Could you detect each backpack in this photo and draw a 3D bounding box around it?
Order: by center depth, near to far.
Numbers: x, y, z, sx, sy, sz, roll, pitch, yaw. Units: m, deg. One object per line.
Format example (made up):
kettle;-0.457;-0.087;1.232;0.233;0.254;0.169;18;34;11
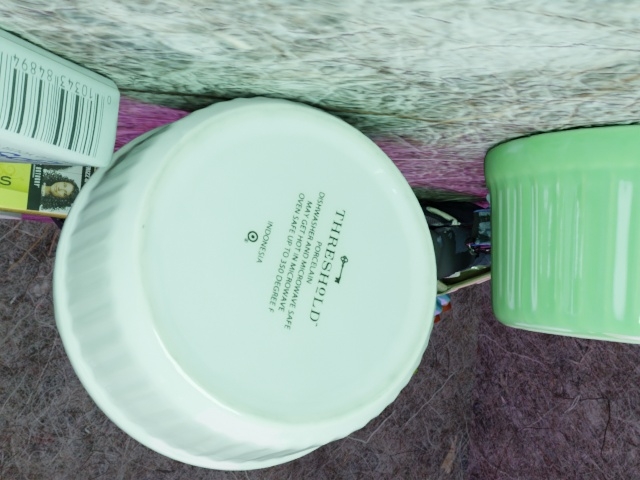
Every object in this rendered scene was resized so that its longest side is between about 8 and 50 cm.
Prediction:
backpack;0.244;-0.015;0.835;0.114;0.084;0.105;7;178;39

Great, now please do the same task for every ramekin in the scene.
ramekin;-0.041;0.025;0.509;0.273;0.273;0.127;6;165;-25
ramekin;0.285;0.009;0.597;0.303;0.148;0.303;5;177;0

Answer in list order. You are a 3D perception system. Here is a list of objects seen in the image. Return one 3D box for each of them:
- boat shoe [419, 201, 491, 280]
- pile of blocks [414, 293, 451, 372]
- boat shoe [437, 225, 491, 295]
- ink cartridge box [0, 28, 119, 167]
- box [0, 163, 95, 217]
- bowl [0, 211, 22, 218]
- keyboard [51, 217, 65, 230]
boat shoe;0.115;-0.003;1.056;0.158;0.127;0.340;-12;-165;-23
pile of blocks;0.189;0.148;1.350;0.112;0.362;0.149;42;171;-29
boat shoe;0.167;0.038;1.112;0.302;0.109;0.098;-15;-167;20
ink cartridge box;-0.343;-0.098;0.391;0.330;0.071;0.324;2;177;21
box;-0.339;-0.074;0.689;0.232;0.087;0.058;8;174;-30
bowl;-0.748;-0.081;1.594;0.142;0.053;0.142;5;177;8
keyboard;-0.463;0.059;1.517;0.033;0.317;0.201;-41;-176;-37
